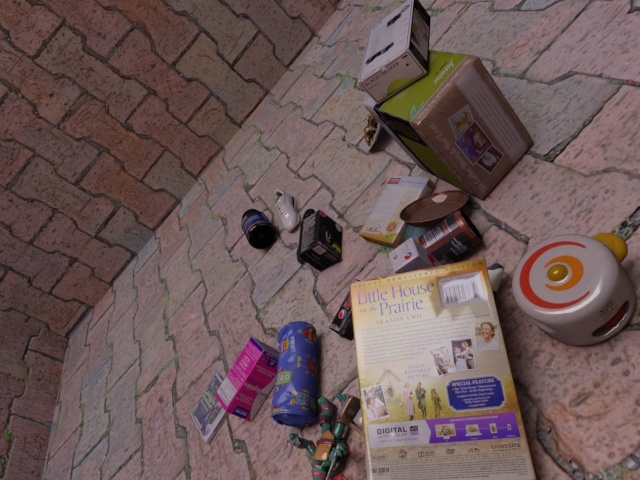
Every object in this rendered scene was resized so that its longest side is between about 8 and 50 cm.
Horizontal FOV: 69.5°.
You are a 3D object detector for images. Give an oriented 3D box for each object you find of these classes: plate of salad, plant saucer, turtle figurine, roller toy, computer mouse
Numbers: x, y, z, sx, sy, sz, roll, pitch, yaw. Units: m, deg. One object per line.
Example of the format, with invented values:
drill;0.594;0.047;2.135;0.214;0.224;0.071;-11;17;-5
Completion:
plate of salad;0.199;-0.446;1.778;0.200;0.048;0.200;-167;90;-85
plant saucer;0.304;-0.026;1.349;0.119;0.021;0.120;-31;39;29
turtle figurine;0.009;0.499;1.137;0.175;0.118;0.234;-9;35;29
roller toy;0.485;0.091;0.892;0.209;0.146;0.191;-17;47;42
computer mouse;-0.051;-0.017;1.783;0.071;0.041;0.242;-25;48;50
plant saucer;0.324;-0.085;1.307;0.198;0.036;0.199;-21;19;8

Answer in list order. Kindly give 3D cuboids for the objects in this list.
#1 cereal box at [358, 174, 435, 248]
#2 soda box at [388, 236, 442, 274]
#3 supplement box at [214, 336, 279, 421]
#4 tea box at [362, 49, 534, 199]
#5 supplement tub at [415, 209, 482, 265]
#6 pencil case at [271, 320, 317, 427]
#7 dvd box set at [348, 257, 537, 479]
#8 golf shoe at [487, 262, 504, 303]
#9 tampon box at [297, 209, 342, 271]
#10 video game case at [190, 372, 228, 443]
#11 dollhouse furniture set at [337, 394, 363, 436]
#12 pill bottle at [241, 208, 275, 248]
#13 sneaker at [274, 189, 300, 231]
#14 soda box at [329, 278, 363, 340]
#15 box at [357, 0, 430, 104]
cereal box;0.241;-0.097;1.471;0.173;0.047;0.240;18;74;56
soda box;0.261;0.088;1.112;0.073;0.216;0.069;-38;33;22
supplement box;-0.223;0.445;1.484;0.220;0.111;0.114;-57;33;-5
tea box;0.349;-0.331;1.296;0.220;0.329;0.323;-48;33;6
supplement tub;0.315;0.015;1.217;0.197;0.106;0.106;-37;36;22
pencil case;-0.076;0.385;1.345;0.133;0.119;0.306;-19;43;20
dvd box set;0.225;0.264;0.941;0.307;0.062;0.421;-13;63;17
golf shoe;0.378;0.149;1.054;0.093;0.077;0.198;34;95;47
tampon box;0.000;0.000;1.615;0.101;0.120;0.161;-30;39;33
video game case;-0.381;0.587;1.632;0.173;0.022;0.190;-57;32;-7
dollhouse furniture set;0.155;0.372;1.057;0.129;0.129;0.184;14;71;55
pill bottle;-0.279;-0.058;2.021;0.123;0.122;0.219;-49;31;6
sneaker;-0.151;-0.126;1.953;0.090;0.094;0.235;-40;36;17
soda box;0.097;0.202;1.358;0.053;0.060;0.169;14;70;54
box;0.208;-0.529;1.276;0.169;0.087;0.290;-25;39;38
